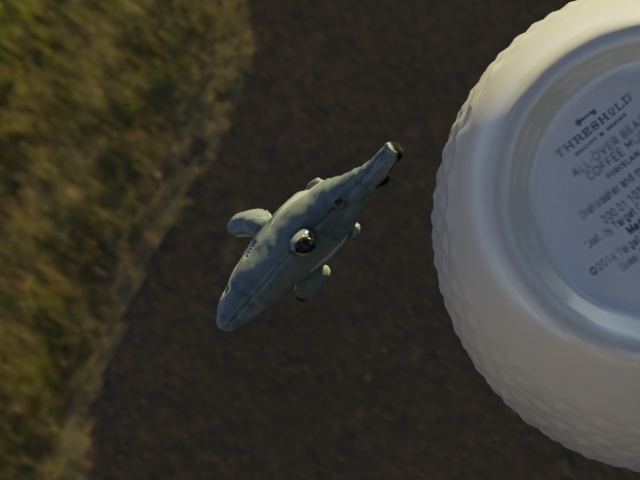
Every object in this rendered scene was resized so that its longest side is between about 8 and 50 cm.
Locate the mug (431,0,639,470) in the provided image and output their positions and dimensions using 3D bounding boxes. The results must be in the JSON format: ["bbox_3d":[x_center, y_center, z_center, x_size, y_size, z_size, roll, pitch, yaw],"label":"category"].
[{"bbox_3d":[0.239,-0.029,1.038,0.374,0.328,0.276,-26,79,10],"label":"mug"}]

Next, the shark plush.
[{"bbox_3d":[0.000,0.000,1.174,0.161,0.073,0.067,-29,11,29],"label":"shark plush"}]
